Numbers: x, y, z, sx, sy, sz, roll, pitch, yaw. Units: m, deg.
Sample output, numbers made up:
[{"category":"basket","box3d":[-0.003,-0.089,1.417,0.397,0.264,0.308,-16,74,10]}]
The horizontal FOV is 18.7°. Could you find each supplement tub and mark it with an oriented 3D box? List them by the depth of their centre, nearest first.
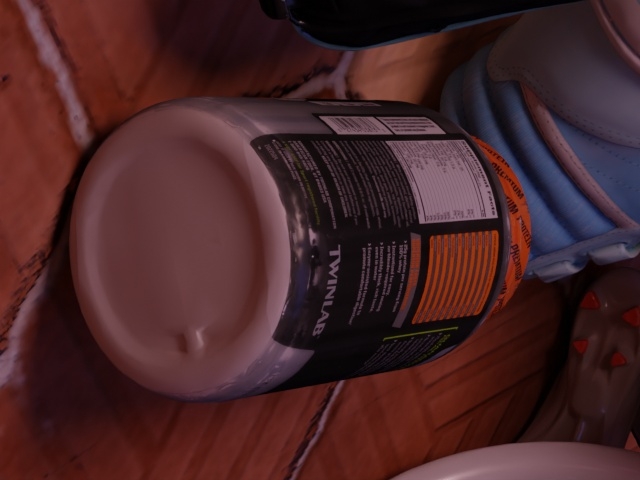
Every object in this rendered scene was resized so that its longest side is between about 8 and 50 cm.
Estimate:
[{"category":"supplement tub","box3d":[0.000,0.000,0.788,0.190,0.117,0.117,-4,118,-55]}]

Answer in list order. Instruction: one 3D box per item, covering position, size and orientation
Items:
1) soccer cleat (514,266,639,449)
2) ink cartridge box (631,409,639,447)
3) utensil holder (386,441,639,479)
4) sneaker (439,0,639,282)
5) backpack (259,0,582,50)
[{"category":"soccer cleat","box3d":[0.159,0.109,1.160,0.076,0.068,0.196,-7,121,-64]},{"category":"ink cartridge box","box3d":[0.271,0.135,1.034,0.069,0.176,0.371,-26,173,-13]},{"category":"utensil holder","box3d":[0.126,0.358,1.072,0.327,0.327,0.385,-39,146,-31]},{"category":"sneaker","box3d":[0.194,-0.035,0.943,0.319,0.208,0.127,28,47,-29]},{"category":"backpack","box3d":[0.066,-0.163,0.681,0.166,0.188,0.144,71,21,-50]}]
